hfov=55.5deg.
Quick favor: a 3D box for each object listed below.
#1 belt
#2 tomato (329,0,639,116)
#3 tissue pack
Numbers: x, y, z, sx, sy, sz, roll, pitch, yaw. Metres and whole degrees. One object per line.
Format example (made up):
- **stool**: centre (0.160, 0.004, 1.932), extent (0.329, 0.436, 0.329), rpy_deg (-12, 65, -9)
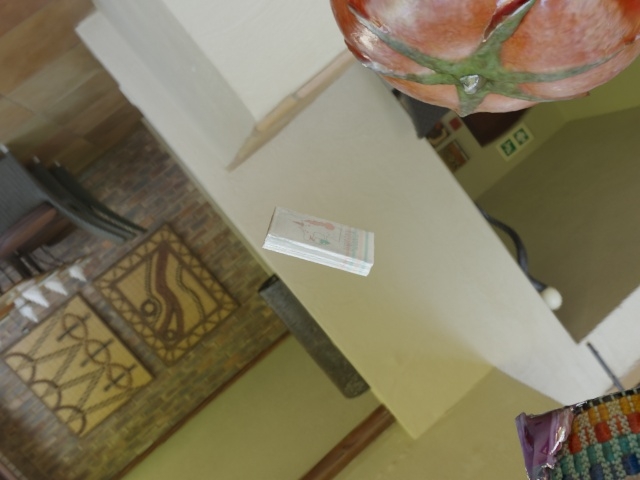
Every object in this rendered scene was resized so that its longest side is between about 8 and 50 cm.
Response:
- **belt**: centre (0.399, 0.256, 0.696), extent (0.295, 0.206, 0.160), rpy_deg (-19, -140, 22)
- **tomato**: centre (0.137, -0.233, 0.486), extent (0.265, 0.265, 0.265), rpy_deg (-37, -170, 7)
- **tissue pack**: centre (0.000, 0.000, 0.607), extent (0.056, 0.108, 0.023), rpy_deg (-78, -174, -54)
